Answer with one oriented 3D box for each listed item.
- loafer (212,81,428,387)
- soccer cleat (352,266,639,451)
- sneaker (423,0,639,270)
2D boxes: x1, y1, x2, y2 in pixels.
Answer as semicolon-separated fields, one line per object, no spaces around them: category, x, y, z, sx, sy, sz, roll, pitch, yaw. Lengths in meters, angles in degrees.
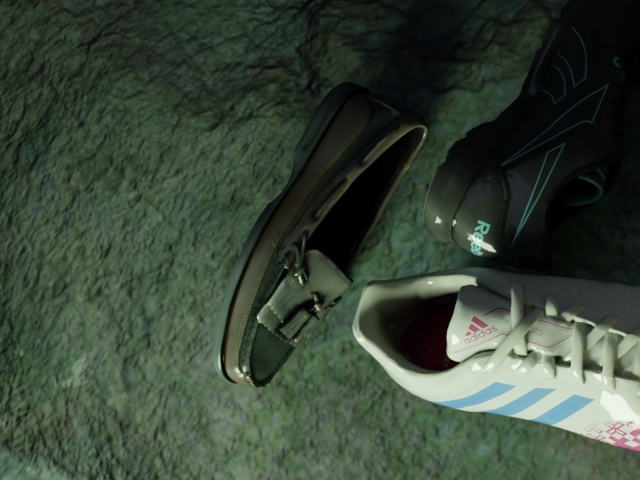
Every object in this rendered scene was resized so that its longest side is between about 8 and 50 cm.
loafer;0.000;0.000;1.529;0.084;0.096;0.268;19;81;30
soccer cleat;0.174;0.081;1.355;0.331;0.143;0.116;2;73;32
sneaker;0.189;-0.083;1.423;0.106;0.101;0.267;29;69;24
